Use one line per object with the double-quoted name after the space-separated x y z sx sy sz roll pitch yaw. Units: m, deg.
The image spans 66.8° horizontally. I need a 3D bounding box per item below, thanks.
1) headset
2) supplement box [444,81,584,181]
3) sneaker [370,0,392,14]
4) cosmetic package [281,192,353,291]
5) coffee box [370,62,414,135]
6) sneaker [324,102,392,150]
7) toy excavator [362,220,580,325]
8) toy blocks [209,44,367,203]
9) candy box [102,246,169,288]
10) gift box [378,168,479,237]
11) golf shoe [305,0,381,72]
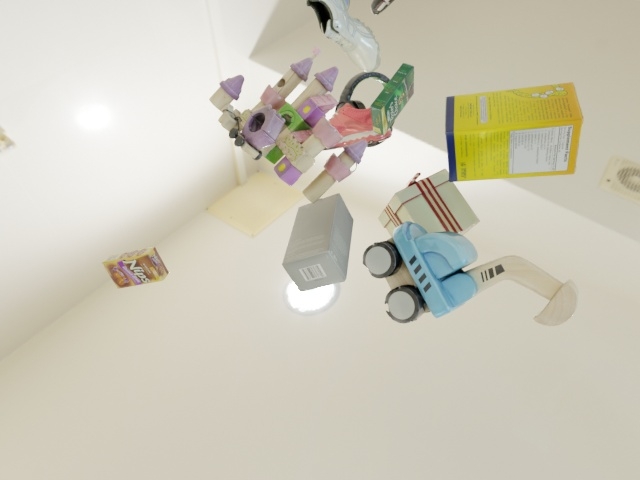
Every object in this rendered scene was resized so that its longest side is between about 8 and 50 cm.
0.142 -0.444 1.855 0.185 0.243 0.394 27 -83 55 "headset"
0.558 -0.316 1.440 0.357 0.194 0.195 -1 -132 18 "supplement box"
0.198 -0.787 1.348 0.162 0.281 0.106 41 -140 -9 "sneaker"
0.000 0.000 1.183 0.127 0.107 0.238 -16 -148 24 "cosmetic package"
0.210 -0.406 1.400 0.040 0.113 0.184 28 -110 23 "coffee box"
0.068 -0.364 1.553 0.314 0.136 0.116 -6 -170 16 "sneaker"
0.404 0.094 1.346 0.222 0.445 0.432 -5 -115 -57 "toy excavator"
-0.050 -0.297 1.093 0.260 0.309 0.288 -43 -126 11 "toy blocks"
-0.612 0.091 1.608 0.187 0.109 0.053 -12 -152 16 "candy box"
0.385 -0.095 1.748 0.276 0.255 0.258 -27 -103 -22 "gift box"
0.034 -0.357 0.835 0.069 0.176 0.086 -10 -146 51 "golf shoe"
